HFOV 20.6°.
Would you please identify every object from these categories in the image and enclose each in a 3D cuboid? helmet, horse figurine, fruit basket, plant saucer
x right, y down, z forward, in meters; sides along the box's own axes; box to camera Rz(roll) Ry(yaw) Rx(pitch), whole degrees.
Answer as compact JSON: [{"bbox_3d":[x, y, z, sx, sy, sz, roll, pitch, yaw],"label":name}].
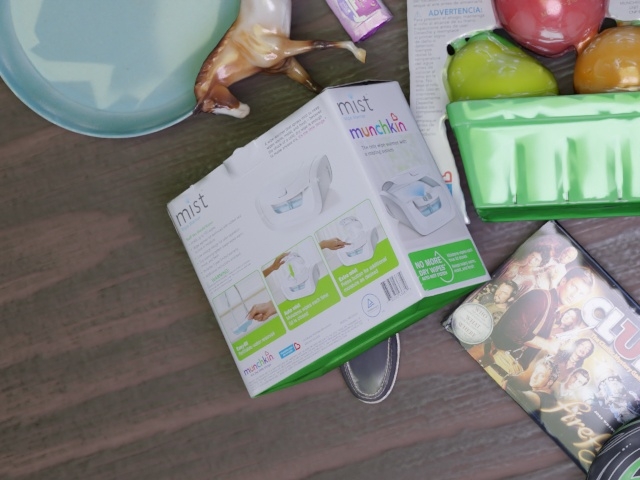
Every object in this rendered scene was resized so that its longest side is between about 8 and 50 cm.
[{"bbox_3d":[0.345,0.252,1.748,0.162,0.169,0.169,13,95,19],"label":"helmet"},{"bbox_3d":[-0.032,-0.249,1.842,0.175,0.066,0.263,8,100,3],"label":"horse figurine"},{"bbox_3d":[0.251,-0.193,1.804,0.327,0.165,0.353,-3,75,9],"label":"fruit basket"},{"bbox_3d":[-0.220,-0.271,1.923,0.318,0.044,0.317,1,93,10],"label":"plant saucer"}]

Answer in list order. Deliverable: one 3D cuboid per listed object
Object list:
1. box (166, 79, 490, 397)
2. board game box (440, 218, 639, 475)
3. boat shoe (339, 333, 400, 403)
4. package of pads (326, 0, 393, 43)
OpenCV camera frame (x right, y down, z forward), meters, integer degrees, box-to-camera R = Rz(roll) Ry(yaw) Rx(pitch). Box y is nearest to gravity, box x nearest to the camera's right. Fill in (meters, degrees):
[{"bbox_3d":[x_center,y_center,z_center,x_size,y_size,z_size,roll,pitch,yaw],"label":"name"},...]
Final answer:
[{"bbox_3d":[0.000,0.000,1.785,0.262,0.127,0.231,-34,76,39],"label":"box"},{"bbox_3d":[0.269,0.117,1.848,0.243,0.042,0.165,46,99,5],"label":"board game box"},{"bbox_3d":[0.042,0.075,1.877,0.075,0.065,0.206,-3,92,11],"label":"boat shoe"},{"bbox_3d":[0.036,-0.257,1.880,0.050,0.032,0.083,-35,86,11],"label":"package of pads"}]
